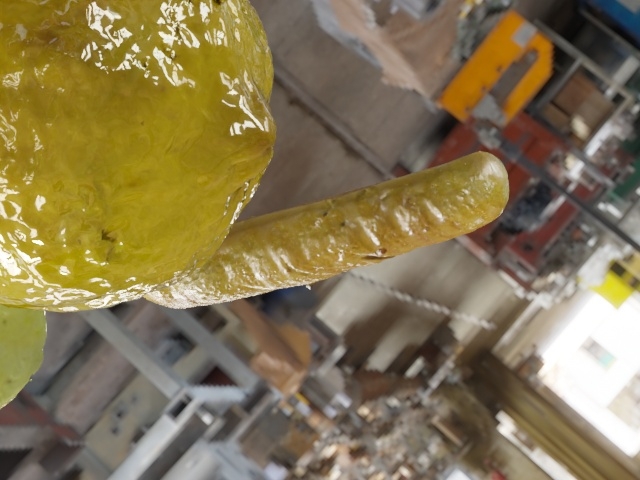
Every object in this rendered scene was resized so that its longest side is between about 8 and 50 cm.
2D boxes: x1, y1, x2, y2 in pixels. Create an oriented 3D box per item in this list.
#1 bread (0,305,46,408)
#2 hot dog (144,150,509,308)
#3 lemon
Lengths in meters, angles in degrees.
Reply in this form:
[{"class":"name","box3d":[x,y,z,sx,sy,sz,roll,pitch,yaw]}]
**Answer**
[{"class":"bread","box3d":[-0.226,0.049,0.689,0.129,0.114,0.111,-31,113,-37]},{"class":"hot dog","box3d":[-0.001,-0.003,0.893,0.285,0.061,0.088,-17,169,13]},{"class":"lemon","box3d":[-0.125,-0.064,0.558,0.192,0.231,0.192,8,90,-73]}]
